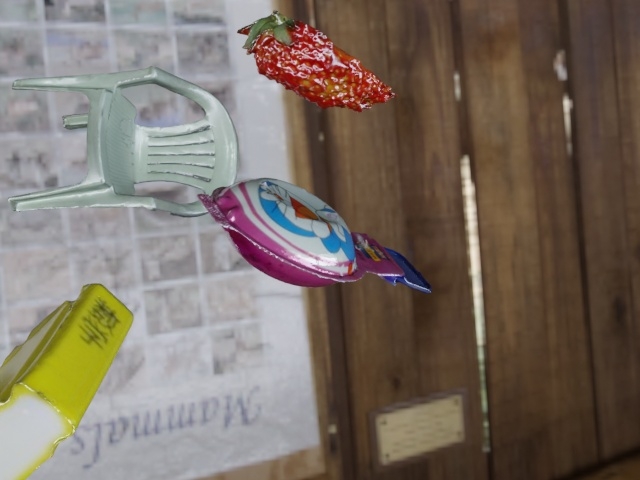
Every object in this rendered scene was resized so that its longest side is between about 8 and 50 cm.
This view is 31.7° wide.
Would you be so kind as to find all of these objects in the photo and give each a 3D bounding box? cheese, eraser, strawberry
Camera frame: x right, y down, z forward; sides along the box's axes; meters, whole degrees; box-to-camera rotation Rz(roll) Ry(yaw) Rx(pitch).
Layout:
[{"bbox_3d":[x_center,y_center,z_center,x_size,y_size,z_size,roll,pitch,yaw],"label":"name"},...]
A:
[{"bbox_3d":[0.000,0.000,1.008,0.244,0.062,0.155,17,-158,-35],"label":"cheese"},{"bbox_3d":[-0.261,0.140,1.026,0.158,0.069,0.226,-44,-168,17],"label":"eraser"},{"bbox_3d":[-0.007,-0.256,1.700,0.228,0.098,0.174,27,-173,-35],"label":"strawberry"}]

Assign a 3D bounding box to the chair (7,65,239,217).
[{"bbox_3d":[-0.280,-0.133,1.624,0.274,0.203,0.190,-1,172,18],"label":"chair"}]
